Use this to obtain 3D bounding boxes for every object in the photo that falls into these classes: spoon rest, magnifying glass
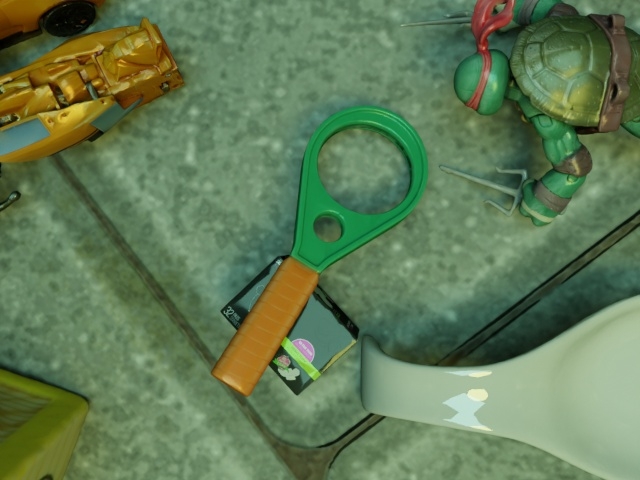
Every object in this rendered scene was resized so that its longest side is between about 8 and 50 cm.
[{"bbox_3d":[0.166,0.103,0.386,0.277,0.084,0.137,0,90,6],"label":"spoon rest"},{"bbox_3d":[0.000,0.000,0.391,0.092,0.026,0.230,32,69,-1],"label":"magnifying glass"}]

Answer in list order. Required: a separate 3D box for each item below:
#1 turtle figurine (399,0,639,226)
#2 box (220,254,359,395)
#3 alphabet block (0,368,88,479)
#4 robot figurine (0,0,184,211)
[{"bbox_3d":[0.171,-0.096,0.376,0.234,0.118,0.175,4,90,-1],"label":"turtle figurine"},{"bbox_3d":[-0.020,0.061,0.418,0.062,0.052,0.083,-44,85,4],"label":"box"},{"bbox_3d":[-0.304,0.193,0.365,0.194,0.192,0.197,21,93,-5],"label":"alphabet block"},{"bbox_3d":[-0.266,-0.127,0.407,0.291,0.085,0.211,-26,87,-7],"label":"robot figurine"}]
